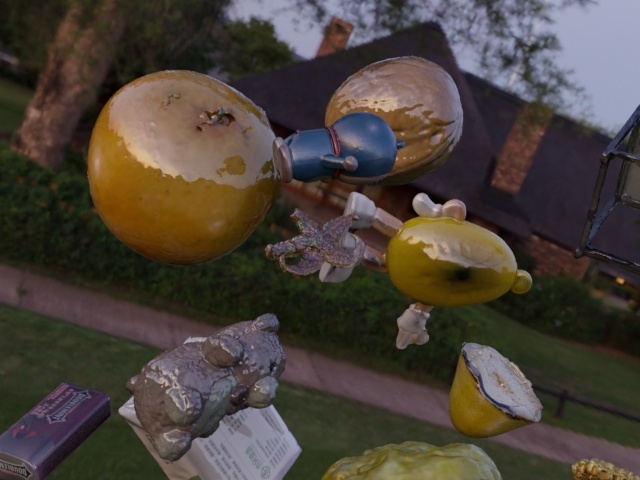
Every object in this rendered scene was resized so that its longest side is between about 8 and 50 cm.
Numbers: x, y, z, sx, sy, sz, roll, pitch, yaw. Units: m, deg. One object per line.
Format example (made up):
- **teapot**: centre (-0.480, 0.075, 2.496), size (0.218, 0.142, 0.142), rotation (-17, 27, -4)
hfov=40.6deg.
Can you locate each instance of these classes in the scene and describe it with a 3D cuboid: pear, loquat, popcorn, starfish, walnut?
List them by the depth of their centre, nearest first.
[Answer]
- **loquat**: centre (-0.182, -0.095, 1.145), size (0.263, 0.263, 0.263), rotation (24, 8, -3)
- **popcorn**: centre (0.140, 0.444, 1.412), size (0.334, 0.292, 0.293), rotation (-30, 55, -28)
- **starfish**: centre (-0.004, 0.004, 1.594), size (0.150, 0.209, 0.053), rotation (50, -34, 3)
- **walnut**: centre (0.167, -0.271, 2.011), size (0.332, 0.333, 0.333), rotation (24, 8, -3)
- **pear**: centre (0.381, 0.379, 2.027), size (0.267, 0.178, 0.267), rotation (31, 21, -13)

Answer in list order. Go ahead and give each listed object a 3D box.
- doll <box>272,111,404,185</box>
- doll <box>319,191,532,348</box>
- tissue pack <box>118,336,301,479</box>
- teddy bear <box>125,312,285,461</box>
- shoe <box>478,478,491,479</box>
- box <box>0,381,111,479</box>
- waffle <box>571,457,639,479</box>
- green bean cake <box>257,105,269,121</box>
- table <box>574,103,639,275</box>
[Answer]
- **doll**: centre (0.024, -0.101, 0.986), size (0.151, 0.086, 0.114), rotation (-10, 26, -13)
- **doll**: centre (0.209, 0.052, 1.904), size (0.423, 0.348, 0.161), rotation (44, 19, -12)
- **tissue pack**: centre (-0.240, 0.423, 1.937), size (0.193, 0.266, 0.356), rotation (-6, -60, 45)
- **teddy bear**: centre (-0.169, 0.228, 1.379), size (0.267, 0.236, 0.151), rotation (-13, 50, -39)
- **shoe**: centre (0.274, 0.373, 1.128), size (0.079, 0.078, 0.195), rotation (23, 22, -32)
- **box**: centre (-0.496, 0.352, 1.586), size (0.120, 0.069, 0.224), rotation (10, 27, 22)
- **waffle**: centre (0.598, 0.479, 1.736), size (0.192, 0.046, 0.161), rotation (13, -23, 4)
- **green bean cake**: centre (-0.168, -0.166, 1.612), size (0.109, 0.179, 0.085), rotation (60, 13, -26)
- **table**: centre (0.671, -0.060, 1.529), size (0.335, 0.222, 0.272), rotation (22, 38, 24)
